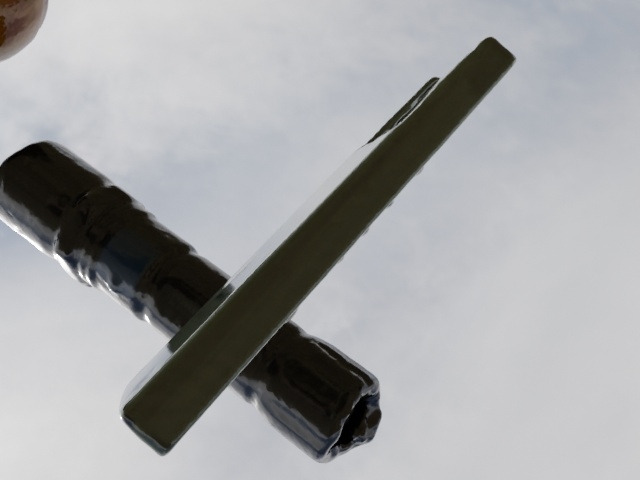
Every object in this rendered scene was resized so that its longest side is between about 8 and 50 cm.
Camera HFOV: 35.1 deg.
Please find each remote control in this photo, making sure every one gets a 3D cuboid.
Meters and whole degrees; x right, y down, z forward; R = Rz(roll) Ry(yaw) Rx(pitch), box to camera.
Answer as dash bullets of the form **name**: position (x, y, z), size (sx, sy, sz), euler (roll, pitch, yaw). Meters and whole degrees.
- **remote control**: position (0.000, 0.000, 0.565), size (0.038, 0.123, 0.285), euler (45, -99, -5)

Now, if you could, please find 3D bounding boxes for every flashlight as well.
- **flashlight**: position (-0.124, 0.046, 0.901), size (0.424, 0.103, 0.103), euler (33, -129, 22)

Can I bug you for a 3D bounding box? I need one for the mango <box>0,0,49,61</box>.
- **mango**: position (-0.363, -0.240, 0.934), size (0.221, 0.151, 0.120), euler (8, -160, -30)
